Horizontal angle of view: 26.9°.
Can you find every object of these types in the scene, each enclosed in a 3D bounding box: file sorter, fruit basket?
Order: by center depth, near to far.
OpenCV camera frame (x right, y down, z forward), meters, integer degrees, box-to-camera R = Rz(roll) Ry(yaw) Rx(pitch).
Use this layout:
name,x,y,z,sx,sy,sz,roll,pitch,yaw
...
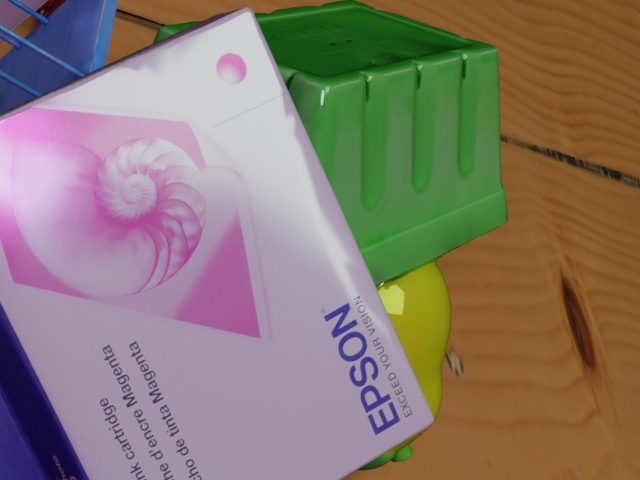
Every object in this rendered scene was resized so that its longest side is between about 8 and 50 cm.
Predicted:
name,x,y,z,sx,sy,sz,roll,pitch,yaw
file sorter,-0.240,-0.141,0.971,0.104,0.170,0.118,30,47,-33
fruit basket,0.000,0.000,1.168,0.392,0.283,0.392,-40,142,-41

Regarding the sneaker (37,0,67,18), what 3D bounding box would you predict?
name,x,y,z,sx,sy,sz,roll,pitch,yaw
sneaker,-0.225,-0.171,1.125,0.042,0.067,0.118,39,72,-32

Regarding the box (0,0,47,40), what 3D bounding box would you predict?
name,x,y,z,sx,sy,sz,roll,pitch,yaw
box,-0.236,-0.289,1.058,0.119,0.182,0.181,33,45,-32

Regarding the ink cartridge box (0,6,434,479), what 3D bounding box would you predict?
name,x,y,z,sx,sy,sz,roll,pitch,yaw
ink cartridge box,-0.126,0.057,0.890,0.330,0.071,0.324,-29,102,-20
